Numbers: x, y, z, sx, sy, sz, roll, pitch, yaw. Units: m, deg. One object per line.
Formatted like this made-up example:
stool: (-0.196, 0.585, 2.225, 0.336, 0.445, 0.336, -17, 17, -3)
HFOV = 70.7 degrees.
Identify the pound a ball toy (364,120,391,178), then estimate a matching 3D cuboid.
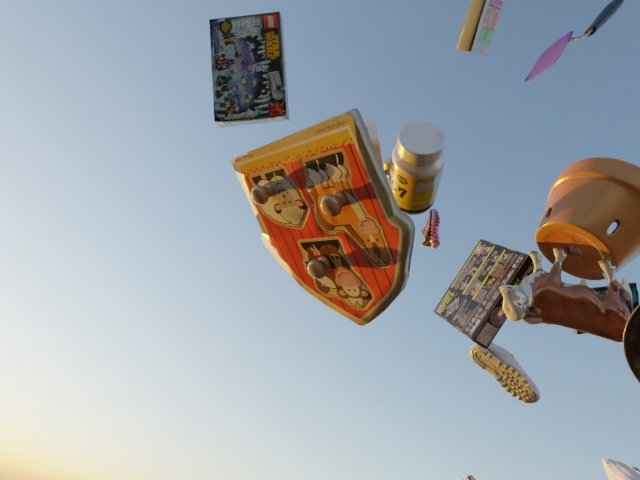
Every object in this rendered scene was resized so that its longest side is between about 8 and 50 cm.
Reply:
pound a ball toy: (0.063, -0.249, 1.311, 0.319, 0.208, 0.135, -10, -48, 10)

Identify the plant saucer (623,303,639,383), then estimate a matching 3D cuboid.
plant saucer: (0.448, 0.125, 0.515, 0.168, 0.029, 0.168, 12, -71, 38)

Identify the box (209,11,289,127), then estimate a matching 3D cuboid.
box: (-0.092, -0.219, 0.581, 0.094, 0.137, 0.027, -5, -5, 3)

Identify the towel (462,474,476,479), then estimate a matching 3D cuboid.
towel: (0.418, 0.672, 0.926, 0.037, 0.329, 0.237, -41, -81, 9)

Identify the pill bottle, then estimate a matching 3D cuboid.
pill bottle: (0.218, -0.162, 1.033, 0.119, 0.119, 0.208, 10, -31, 10)

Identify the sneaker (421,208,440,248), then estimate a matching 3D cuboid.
sneaker: (0.323, -0.035, 1.339, 0.057, 0.119, 0.047, 5, 5, 44)

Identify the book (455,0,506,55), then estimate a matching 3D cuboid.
book: (0.324, -0.442, 0.882, 0.035, 0.096, 0.144, 31, -58, 34)

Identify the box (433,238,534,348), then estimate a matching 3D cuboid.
box: (0.460, 0.140, 1.273, 0.060, 0.270, 0.216, 32, 2, -18)

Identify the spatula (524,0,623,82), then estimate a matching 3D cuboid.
spatula: (0.471, -0.375, 0.820, 0.030, 0.296, 0.084, 53, -20, -1)

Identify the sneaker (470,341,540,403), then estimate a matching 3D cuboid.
sneaker: (0.579, 0.391, 1.384, 0.235, 0.095, 0.090, 45, -48, 34)

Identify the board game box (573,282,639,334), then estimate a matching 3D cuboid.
board game box: (0.804, 0.192, 1.277, 0.186, 0.126, 0.026, -7, -2, 0)

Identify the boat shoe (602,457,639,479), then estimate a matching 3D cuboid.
boat shoe: (0.716, 0.550, 1.048, 0.063, 0.066, 0.184, -15, -18, 10)

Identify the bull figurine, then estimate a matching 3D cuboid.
bull figurine: (0.545, 0.122, 1.008, 0.310, 0.188, 0.101, 17, -18, -1)

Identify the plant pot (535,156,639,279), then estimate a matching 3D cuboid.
plant pot: (0.698, -0.036, 1.158, 0.291, 0.203, 0.291, 41, -18, 16)

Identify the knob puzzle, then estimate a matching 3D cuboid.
knob puzzle: (0.000, 0.000, 0.410, 0.213, 0.030, 0.213, 26, -45, 30)
